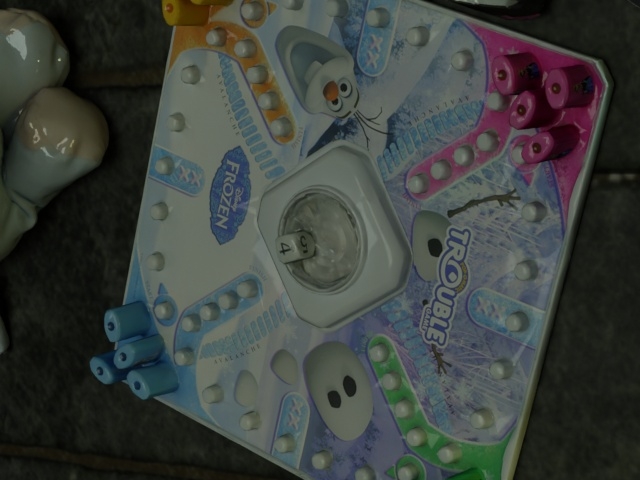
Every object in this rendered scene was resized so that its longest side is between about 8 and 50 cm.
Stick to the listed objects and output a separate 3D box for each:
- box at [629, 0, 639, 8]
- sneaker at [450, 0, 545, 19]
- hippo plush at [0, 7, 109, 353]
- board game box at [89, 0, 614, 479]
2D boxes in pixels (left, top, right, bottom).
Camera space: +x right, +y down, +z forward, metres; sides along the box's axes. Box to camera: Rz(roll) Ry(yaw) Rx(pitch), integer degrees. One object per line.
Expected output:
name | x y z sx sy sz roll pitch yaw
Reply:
box | 0.274 -0.236 1.041 0.044 0.159 0.233 41 120 26
sneaker | 0.080 -0.211 1.257 0.178 0.072 0.077 26 102 26
hippo plush | -0.353 -0.068 1.508 0.234 0.236 0.294 47 122 22
board game box | 0.000 0.000 1.361 0.390 0.050 0.390 24 111 33
